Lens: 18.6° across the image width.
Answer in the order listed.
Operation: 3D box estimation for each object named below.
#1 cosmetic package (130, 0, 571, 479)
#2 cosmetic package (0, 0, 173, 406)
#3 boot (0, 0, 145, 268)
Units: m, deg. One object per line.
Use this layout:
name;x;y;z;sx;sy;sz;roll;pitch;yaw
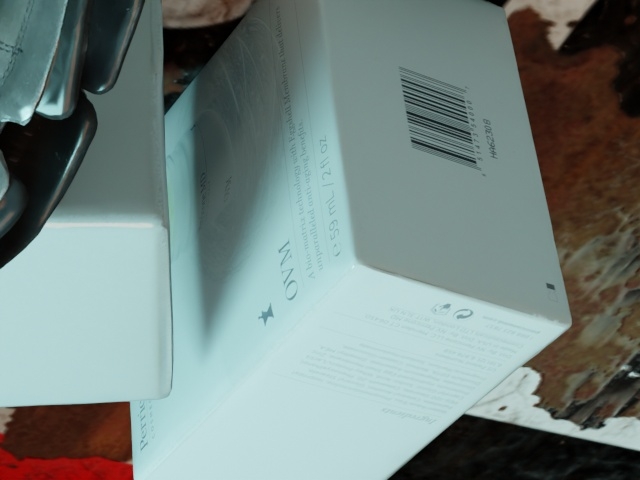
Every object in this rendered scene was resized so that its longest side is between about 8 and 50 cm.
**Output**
cosmetic package;0.000;0.000;1.072;0.138;0.224;0.224;16;137;-28
cosmetic package;-0.304;-0.044;0.969;0.453;0.230;0.161;-2;143;-5
boot;-0.158;-0.168;0.789;0.223;0.118;0.338;27;122;17
